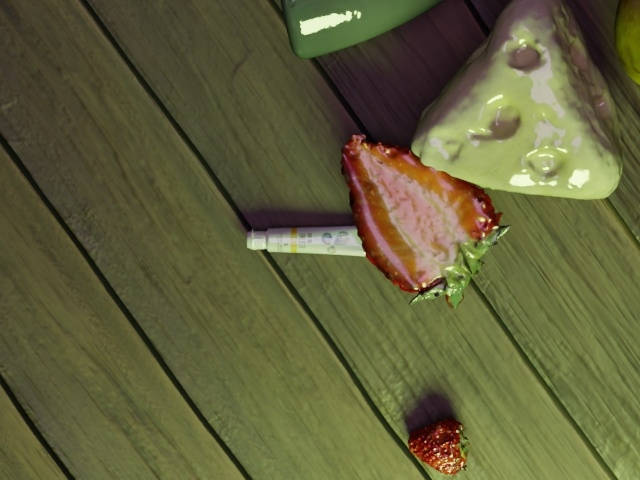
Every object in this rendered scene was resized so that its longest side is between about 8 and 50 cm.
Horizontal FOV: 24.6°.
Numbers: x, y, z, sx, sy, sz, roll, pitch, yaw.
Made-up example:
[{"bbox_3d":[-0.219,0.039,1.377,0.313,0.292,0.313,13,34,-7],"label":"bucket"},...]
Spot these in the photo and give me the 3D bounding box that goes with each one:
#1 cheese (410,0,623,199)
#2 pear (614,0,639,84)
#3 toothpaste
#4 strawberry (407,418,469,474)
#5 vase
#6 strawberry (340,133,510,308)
[{"bbox_3d":[0.271,-0.160,1.758,0.247,0.173,0.251,29,112,-2],"label":"cheese"},{"bbox_3d":[0.443,-0.254,1.736,0.200,0.200,0.200,1,99,5],"label":"pear"},{"bbox_3d":[0.000,0.000,1.899,0.190,0.031,0.048,0,96,3],"label":"toothpaste"},{"bbox_3d":[0.153,0.269,1.908,0.083,0.073,0.073,-7,99,21],"label":"strawberry"},{"bbox_3d":[0.108,-0.331,1.771,0.321,0.173,0.173,-11,98,3],"label":"vase"},{"bbox_3d":[0.109,-0.027,1.850,0.228,0.098,0.174,32,100,3],"label":"strawberry"}]
